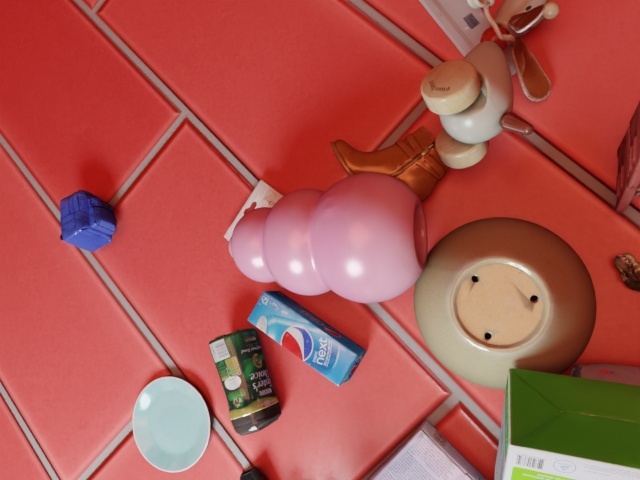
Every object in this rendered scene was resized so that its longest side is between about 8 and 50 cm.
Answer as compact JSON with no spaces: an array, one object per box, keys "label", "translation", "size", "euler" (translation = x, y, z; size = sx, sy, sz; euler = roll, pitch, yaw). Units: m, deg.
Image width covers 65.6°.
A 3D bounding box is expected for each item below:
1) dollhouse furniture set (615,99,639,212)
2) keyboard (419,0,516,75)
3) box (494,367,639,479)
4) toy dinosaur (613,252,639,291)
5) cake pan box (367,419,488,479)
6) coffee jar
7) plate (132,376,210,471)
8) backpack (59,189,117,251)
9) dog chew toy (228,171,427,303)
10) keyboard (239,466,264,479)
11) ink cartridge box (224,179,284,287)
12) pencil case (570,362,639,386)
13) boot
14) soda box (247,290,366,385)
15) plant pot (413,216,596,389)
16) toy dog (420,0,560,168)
[{"label":"dollhouse furniture set","translation":[0.565,-0.227,0.718],"size":[0.202,0.152,0.373],"euler":[9,70,21]},{"label":"keyboard","translation":[0.264,-0.388,0.896],"size":[0.072,0.014,0.255],"euler":[-34,75,8]},{"label":"box","translation":[0.365,0.302,0.627],"size":[0.262,0.126,0.231],"euler":[3,126,18]},{"label":"toy dinosaur","translation":[0.561,0.081,0.693],"size":[0.118,0.064,0.268],"euler":[-54,50,12]},{"label":"cake pan box","translation":[0.186,0.476,0.803],"size":[0.267,0.070,0.245],"euler":[42,101,19]},{"label":"coffee jar","translation":[-0.139,0.261,0.928],"size":[0.079,0.096,0.184],"euler":[-24,78,19]},{"label":"plate","translation":[-0.301,0.372,1.014],"size":[0.188,0.024,0.188],"euler":[-3,83,20]},{"label":"backpack","translation":[-0.510,-0.051,1.099],"size":[0.101,0.098,0.120],"euler":[-27,63,6]},{"label":"dog chew toy","translation":[0.000,0.000,0.816],"size":[0.332,0.207,0.206],"euler":[-3,83,23]},{"label":"keyboard","translation":[-0.086,0.501,0.902],"size":[0.180,0.023,0.108],"euler":[59,142,15]},{"label":"ink cartridge box","translation":[-0.087,-0.013,0.973],"size":[0.179,0.045,0.145],"euler":[38,98,28]},{"label":"pencil case","translation":[0.494,0.244,0.690],"size":[0.273,0.113,0.124],"euler":[0,101,21]},{"label":"boot","translation":[0.127,-0.151,0.890],"size":[0.197,0.073,0.152],"euler":[45,101,6]},{"label":"soda box","translation":[-0.026,0.173,0.908],"size":[0.210,0.071,0.067],"euler":[31,95,20]},{"label":"plant pot","translation":[0.269,0.093,0.747],"size":[0.284,0.191,0.283],"euler":[-2,83,20]},{"label":"toy dog","translation":[0.292,-0.265,0.763],"size":[0.161,0.220,0.333],"euler":[23,93,36]}]
